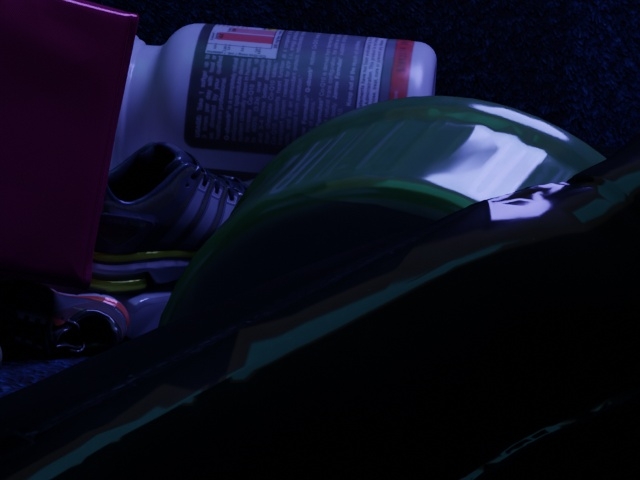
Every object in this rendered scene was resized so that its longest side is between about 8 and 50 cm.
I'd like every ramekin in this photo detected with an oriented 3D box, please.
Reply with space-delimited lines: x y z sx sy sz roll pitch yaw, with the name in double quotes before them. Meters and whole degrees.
"ramekin" 0.052 0.081 1.005 0.303 0.303 0.148 7 17 17

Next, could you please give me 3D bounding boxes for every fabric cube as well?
"fabric cube" -0.350 -0.108 1.587 0.258 0.254 0.259 11 0 -38

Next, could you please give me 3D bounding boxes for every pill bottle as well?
"pill bottle" -0.065 -0.121 1.912 0.363 0.210 0.210 6 10 4

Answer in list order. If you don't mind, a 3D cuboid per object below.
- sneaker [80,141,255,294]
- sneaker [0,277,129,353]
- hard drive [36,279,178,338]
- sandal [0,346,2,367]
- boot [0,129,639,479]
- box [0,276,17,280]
"sneaker" -0.119 -0.034 1.711 0.300 0.121 0.111 -14 33 -39
"sneaker" -0.247 0.072 1.598 0.158 0.061 0.065 1 18 -9
"hard drive" -0.228 0.007 1.841 0.353 0.047 0.233 23 19 36
"sandal" -0.391 0.056 1.534 0.303 0.086 0.120 10 11 28
"boot" 0.089 0.163 0.773 0.445 0.367 0.146 -26 8 -32
"box" -0.342 0.042 1.810 0.137 0.027 0.094 14 14 42
